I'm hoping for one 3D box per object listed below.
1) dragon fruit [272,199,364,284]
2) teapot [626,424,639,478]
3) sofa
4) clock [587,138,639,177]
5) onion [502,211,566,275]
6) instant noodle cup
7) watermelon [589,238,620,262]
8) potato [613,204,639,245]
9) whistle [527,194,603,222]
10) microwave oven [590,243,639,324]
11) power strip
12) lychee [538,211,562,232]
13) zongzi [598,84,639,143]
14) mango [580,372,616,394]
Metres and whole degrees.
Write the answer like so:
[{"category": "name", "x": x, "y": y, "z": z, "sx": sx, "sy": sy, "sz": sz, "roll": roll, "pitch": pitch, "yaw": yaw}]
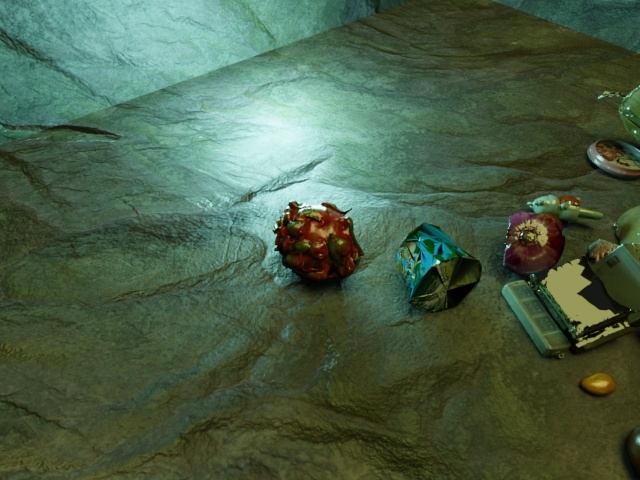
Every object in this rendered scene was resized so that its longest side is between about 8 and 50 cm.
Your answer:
[{"category": "dragon fruit", "x": -0.008, "y": 0.006, "z": 1.352, "sx": 0.302, "sy": 0.231, "sz": 0.237, "roll": 41, "pitch": 45, "yaw": 16}, {"category": "teapot", "x": 0.850, "y": 0.504, "z": 1.027, "sx": 0.178, "sy": 0.135, "sz": 0.252, "roll": 40, "pitch": 58, "yaw": 23}, {"category": "sofa", "x": 0.772, "y": 0.192, "z": 1.306, "sx": 0.200, "sy": 0.182, "sz": 0.258, "roll": -22, "pitch": 54, "yaw": -1}, {"category": "clock", "x": 1.288, "y": -0.356, "z": 1.876, "sx": 0.244, "sy": 0.056, "sz": 0.244, "roll": 3, "pitch": 47, "yaw": -4}, {"category": "onion", "x": 0.695, "y": 0.012, "z": 1.413, "sx": 0.200, "sy": 0.201, "sz": 0.207, "roll": 22, "pitch": 53, "yaw": 15}, {"category": "instant noodle cup", "x": 0.344, "y": 0.080, "z": 1.324, "sx": 0.240, "sy": 0.240, "sz": 0.178, "roll": -12, "pitch": 42, "yaw": -14}, {"category": "watermelon", "x": 1.011, "y": 0.084, "z": 1.452, "sx": 0.154, "sy": 0.094, "sz": 0.241, "roll": -40, "pitch": 52, "yaw": 0}, {"category": "potato", "x": 1.168, "y": -0.070, "z": 1.522, "sx": 0.211, "sy": 0.189, "sz": 0.264, "roll": 1, "pitch": 48, "yaw": -2}, {"category": "whistle", "x": 0.900, "y": -0.115, "z": 1.599, "sx": 0.253, "sy": 0.106, "sz": 0.102, "roll": 14, "pitch": 25, "yaw": 16}, {"category": "microwave oven", "x": 0.955, "y": 0.133, "z": 1.314, "sx": 0.129, "sy": 0.163, "sz": 0.205, "roll": 2, "pitch": 52, "yaw": -28}, {"category": "power strip", "x": 0.646, "y": 0.229, "z": 1.311, "sx": 0.078, "sy": 0.052, "sz": 0.272, "roll": -9, "pitch": 50, "yaw": -11}, {"category": "lychee", "x": 0.795, "y": -0.048, "z": 1.546, "sx": 0.114, "sy": 0.140, "sz": 0.101, "roll": 5, "pitch": 83, "yaw": -25}, {"category": "zongzi", "x": 1.386, "y": -0.414, "z": 1.736, "sx": 0.500, "sy": 0.218, "sz": 0.467, "roll": 34, "pitch": 48, "yaw": -11}, {"category": "mango", "x": 0.757, "y": 0.393, "z": 1.181, "sx": 0.089, "sy": 0.046, "sz": 0.060, "roll": -5, "pitch": 45, "yaw": 9}]
